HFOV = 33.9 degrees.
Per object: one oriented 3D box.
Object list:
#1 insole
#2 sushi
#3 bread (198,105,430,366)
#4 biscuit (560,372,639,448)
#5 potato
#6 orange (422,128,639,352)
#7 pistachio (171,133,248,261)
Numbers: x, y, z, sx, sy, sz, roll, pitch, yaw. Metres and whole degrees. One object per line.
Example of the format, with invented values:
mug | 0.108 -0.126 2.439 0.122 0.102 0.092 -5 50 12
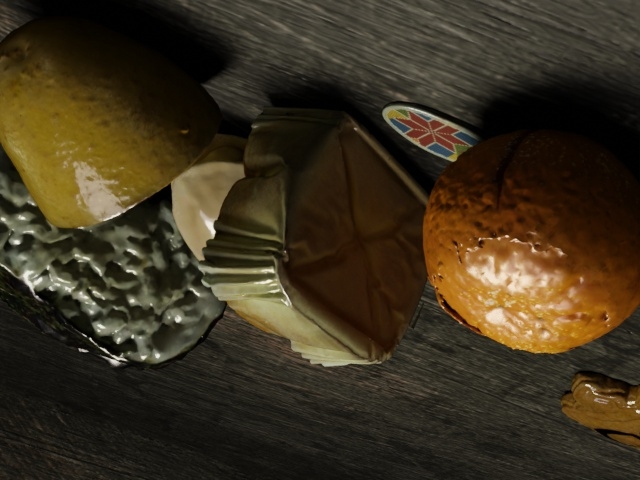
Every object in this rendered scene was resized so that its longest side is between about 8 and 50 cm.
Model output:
insole | 0.138 -0.073 0.921 0.193 0.006 0.065 27 158 -20
sushi | -0.271 0.007 1.189 0.350 0.211 0.171 33 159 -21
bread | 0.000 0.001 0.958 0.110 0.192 0.210 1 154 43
biscuit | 0.447 0.248 1.422 0.290 0.041 0.208 28 156 -25
potato | -0.205 -0.119 0.898 0.203 0.178 0.158 30 161 54
orange | 0.179 -0.003 0.854 0.193 0.161 0.193 15 147 10
pistachio | -0.065 -0.019 1.069 0.152 0.126 0.223 -35 126 23
